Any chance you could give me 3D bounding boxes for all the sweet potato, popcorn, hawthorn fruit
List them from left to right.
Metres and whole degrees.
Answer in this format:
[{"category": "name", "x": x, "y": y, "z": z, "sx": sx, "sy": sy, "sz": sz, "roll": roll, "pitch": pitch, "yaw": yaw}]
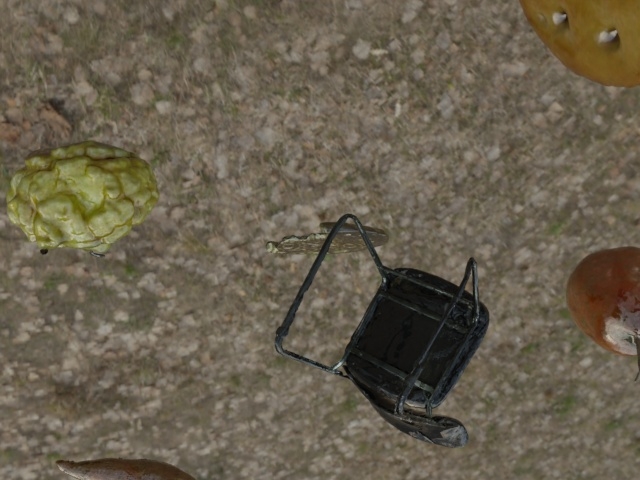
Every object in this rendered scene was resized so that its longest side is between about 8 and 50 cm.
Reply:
[{"category": "popcorn", "x": -0.347, "y": -0.060, "z": 1.130, "sx": 0.218, "sy": 0.189, "sz": 0.170, "roll": -2, "pitch": 87, "yaw": -3}, {"category": "sweet potato", "x": -0.239, "y": 0.319, "z": 1.014, "sx": 0.226, "sy": 0.068, "sz": 0.068, "roll": 24, "pitch": 119, "yaw": -13}, {"category": "hawthorn fruit", "x": 0.411, "y": 0.087, "z": 0.989, "sx": 0.149, "sy": 0.189, "sz": 0.149, "roll": -8, "pitch": 116, "yaw": -16}]

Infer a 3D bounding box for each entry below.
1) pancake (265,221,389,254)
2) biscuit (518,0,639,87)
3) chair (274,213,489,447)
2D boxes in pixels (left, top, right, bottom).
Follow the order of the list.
[{"category": "pancake", "x": 0.000, "y": 0.000, "z": 1.019, "sx": 0.190, "sy": 0.020, "sz": 0.184, "roll": -7, "pitch": 170, "yaw": 25}, {"category": "biscuit", "x": 0.217, "y": -0.226, "z": 0.588, "sx": 0.066, "sy": 0.220, "sz": 0.220, "roll": -30, "pitch": 135, "yaw": -9}, {"category": "chair", "x": 0.084, "y": 0.100, "z": 0.722, "sx": 0.145, "sy": 0.140, "sz": 0.221, "roll": -59, "pitch": 145, "yaw": -12}]
